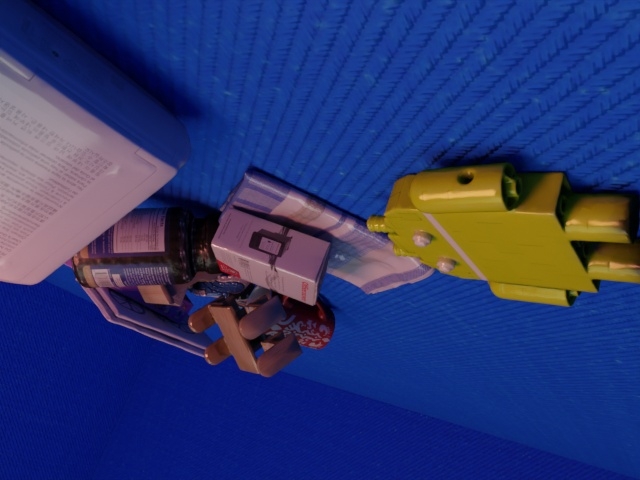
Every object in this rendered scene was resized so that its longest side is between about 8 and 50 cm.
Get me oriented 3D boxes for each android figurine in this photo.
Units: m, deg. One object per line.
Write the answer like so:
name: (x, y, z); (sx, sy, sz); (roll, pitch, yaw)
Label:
android figurine: (0.176, -0.003, 0.588); (0.273, 0.056, 0.248); (3, 155, 38)

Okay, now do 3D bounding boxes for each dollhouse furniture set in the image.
dollhouse furniture set: (-0.190, 0.144, 1.045); (0.212, 0.161, 0.242); (-6, 111, 53)

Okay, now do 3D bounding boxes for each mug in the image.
mug: (-0.052, 0.163, 1.206); (0.169, 0.113, 0.150); (23, 160, -29)

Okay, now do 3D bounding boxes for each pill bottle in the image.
pill bottle: (-0.261, 0.010, 0.904); (0.219, 0.123, 0.123); (-2, 162, -5)

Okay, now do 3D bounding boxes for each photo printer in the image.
photo printer: (-0.330, -0.081, 0.598); (0.307, 0.107, 0.256); (-33, 134, 23)

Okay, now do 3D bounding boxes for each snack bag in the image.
snack bag: (-0.419, 0.129, 1.322); (0.342, 0.037, 0.323); (37, 180, 39)

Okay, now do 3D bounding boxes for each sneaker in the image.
sneaker: (-0.220, 0.106, 1.302); (0.190, 0.071, 0.083); (13, 166, 22)

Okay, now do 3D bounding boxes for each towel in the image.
towel: (0.000, 0.000, 0.818); (0.285, 0.034, 0.209); (26, 160, -14)

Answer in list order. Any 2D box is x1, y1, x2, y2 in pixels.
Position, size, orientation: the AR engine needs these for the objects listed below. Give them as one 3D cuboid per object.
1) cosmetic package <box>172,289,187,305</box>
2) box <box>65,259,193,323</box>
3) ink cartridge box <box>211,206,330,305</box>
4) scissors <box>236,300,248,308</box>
cosmetic package: (-0.306, 0.075, 1.225); (0.041, 0.115, 0.060); (-3, 149, 45)
box: (-0.433, 0.058, 1.271); (0.293, 0.057, 0.201); (38, 179, -37)
ink cartridge box: (-0.065, 0.025, 0.807); (0.150, 0.063, 0.109); (20, 158, 5)
scissors: (-0.303, 0.113, 1.478); (0.297, 0.021, 0.109); (23, 161, -6)
